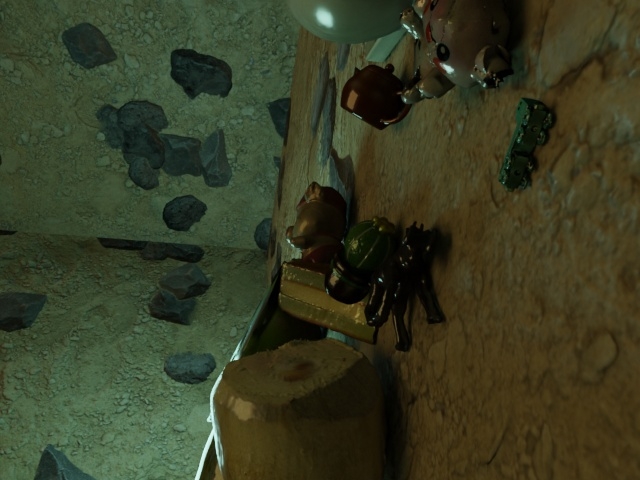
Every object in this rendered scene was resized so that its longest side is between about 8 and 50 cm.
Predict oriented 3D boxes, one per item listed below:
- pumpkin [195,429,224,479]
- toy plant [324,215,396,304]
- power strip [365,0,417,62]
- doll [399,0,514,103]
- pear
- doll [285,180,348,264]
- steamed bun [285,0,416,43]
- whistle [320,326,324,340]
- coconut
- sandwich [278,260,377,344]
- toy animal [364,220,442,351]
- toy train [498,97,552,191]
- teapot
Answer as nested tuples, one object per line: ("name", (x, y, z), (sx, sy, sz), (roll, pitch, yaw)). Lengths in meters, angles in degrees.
("pumpkin", (-0.128, 0.516, 1.234), (0.332, 0.332, 0.199), (121, 153, -68))
("toy plant", (0.074, 0.031, 0.934), (0.162, 0.092, 0.093), (-58, 22, 25))
("power strip", (0.141, -0.424, 0.939), (0.367, 0.043, 0.106), (154, 120, -78))
("doll", (0.157, -0.231, 0.629), (0.192, 0.095, 0.150), (-175, 84, -78))
("pear", (-0.109, 0.276, 1.257), (0.399, 0.165, 0.399), (-62, 5, 10))
("doll", (-0.004, 0.000, 1.252), (0.196, 0.152, 0.256), (114, 159, -57))
("steamed bun", (0.037, -0.445, 0.754), (0.324, 0.206, 0.325), (-173, 90, -88))
("whistle", (-0.030, 0.236, 1.471), (0.180, 0.093, 0.269), (-65, -12, -55))
("coconut", (-0.033, 0.323, 0.900), (0.297, 0.297, 0.255), (-127, 27, -75))
("sandwich", (0.012, 0.116, 1.046), (0.144, 0.187, 0.117), (-103, 19, -77))
("toy animal", (0.121, 0.066, 0.789), (0.233, 0.084, 0.148), (111, 174, -63))
("toy train", (0.197, -0.094, 0.528), (0.045, 0.029, 0.092), (-87, 6, -57))
("teapot", (0.102, -0.262, 0.953), (0.173, 0.116, 0.116), (43, 133, 43))
